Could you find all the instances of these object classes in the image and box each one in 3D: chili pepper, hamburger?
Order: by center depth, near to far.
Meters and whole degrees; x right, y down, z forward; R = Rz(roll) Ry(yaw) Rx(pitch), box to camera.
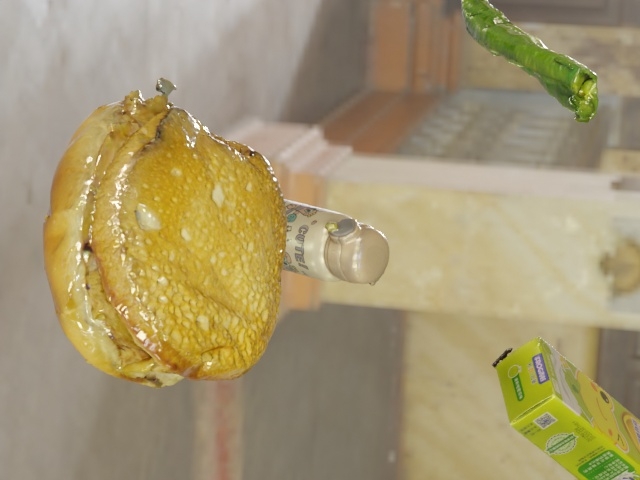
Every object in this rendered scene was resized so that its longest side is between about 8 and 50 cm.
[{"bbox_3d":[-0.163,-0.001,1.706,0.290,0.170,0.314,33,57,-51],"label":"hamburger"},{"bbox_3d":[0.255,-0.265,2.111,0.359,0.076,0.085,55,-10,50],"label":"chili pepper"}]

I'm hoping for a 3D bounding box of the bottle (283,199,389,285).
[{"bbox_3d":[0.000,0.000,2.205,0.097,0.209,0.110,-50,129,-24],"label":"bottle"}]

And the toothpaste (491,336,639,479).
[{"bbox_3d":[0.358,0.256,2.113,0.327,0.077,0.110,38,25,-32],"label":"toothpaste"}]
